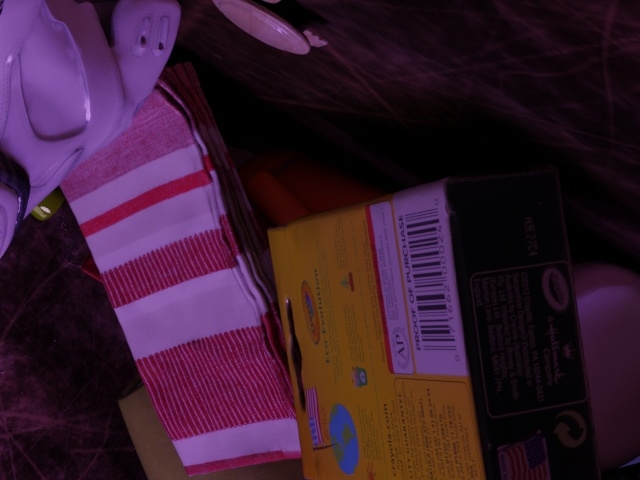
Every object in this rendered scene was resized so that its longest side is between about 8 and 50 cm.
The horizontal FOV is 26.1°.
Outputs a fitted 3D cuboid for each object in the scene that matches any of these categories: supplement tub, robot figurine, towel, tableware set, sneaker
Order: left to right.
[{"bbox_3d":[-0.197,-0.156,0.833,0.137,0.210,0.366,27,139,18],"label":"sneaker"},{"bbox_3d":[-0.117,0.037,1.148,0.237,0.037,0.329,-20,94,53],"label":"towel"},{"bbox_3d":[-0.067,-0.153,0.748,0.168,0.020,0.141,30,174,-2],"label":"tableware set"},{"bbox_3d":[0.000,-0.001,1.159,0.219,0.128,0.158,26,-152,29],"label":"robot figurine"},{"bbox_3d":[0.151,0.077,1.001,0.144,0.144,0.199,32,173,-22],"label":"supplement tub"}]

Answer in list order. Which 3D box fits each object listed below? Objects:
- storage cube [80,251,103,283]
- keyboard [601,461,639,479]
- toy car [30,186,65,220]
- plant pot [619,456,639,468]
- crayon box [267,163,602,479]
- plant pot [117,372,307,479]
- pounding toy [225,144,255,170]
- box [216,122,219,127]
[{"bbox_3d":[-0.127,0.018,1.578,0.193,0.184,0.215,30,176,10],"label":"storage cube"},{"bbox_3d":[0.208,0.163,0.900,0.317,0.033,0.201,-20,169,21],"label":"keyboard"},{"bbox_3d":[-0.343,-0.121,1.753,0.155,0.149,0.188,45,156,-28],"label":"toy car"},{"bbox_3d":[0.441,0.343,1.559,0.293,0.196,0.293,30,173,4],"label":"plant pot"},{"bbox_3d":[0.060,0.069,0.916,0.081,0.202,0.318,-7,179,-22],"label":"crayon box"},{"bbox_3d":[-0.053,0.220,1.349,0.293,0.275,0.275,50,171,-6],"label":"plant pot"},{"bbox_3d":[-0.096,-0.006,1.412,0.269,0.154,0.155,26,173,32],"label":"pounding toy"},{"bbox_3d":[-0.206,-0.157,1.231,0.190,0.045,0.184,27,170,30],"label":"box"}]
